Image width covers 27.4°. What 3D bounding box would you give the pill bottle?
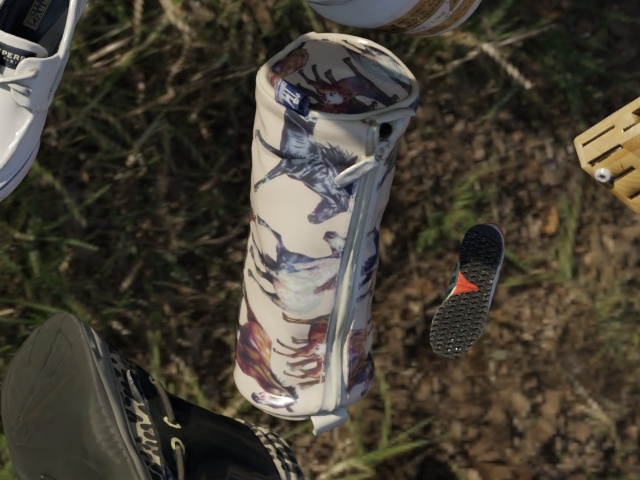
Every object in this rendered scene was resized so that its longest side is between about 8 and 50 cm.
[{"bbox_3d":[0.047,-0.241,1.095,0.229,0.131,0.131,-10,89,-63],"label":"pill bottle"}]

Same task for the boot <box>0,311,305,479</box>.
[{"bbox_3d":[-0.064,0.155,0.666,0.178,0.085,0.236,34,23,-43],"label":"boot"}]

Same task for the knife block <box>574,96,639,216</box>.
[{"bbox_3d":[0.374,-0.087,1.140,0.275,0.088,0.242,37,54,-13],"label":"knife block"}]

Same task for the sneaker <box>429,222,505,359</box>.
[{"bbox_3d":[0.170,0.054,1.457,0.075,0.057,0.161,-25,133,-69],"label":"sneaker"}]

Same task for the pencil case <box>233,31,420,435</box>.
[{"bbox_3d":[0.000,0.000,1.388,0.159,0.183,0.410,-5,123,-18],"label":"pencil case"}]

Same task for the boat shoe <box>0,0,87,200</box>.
[{"bbox_3d":[-0.274,-0.160,1.187,0.096,0.088,0.268,25,75,-6],"label":"boat shoe"}]
